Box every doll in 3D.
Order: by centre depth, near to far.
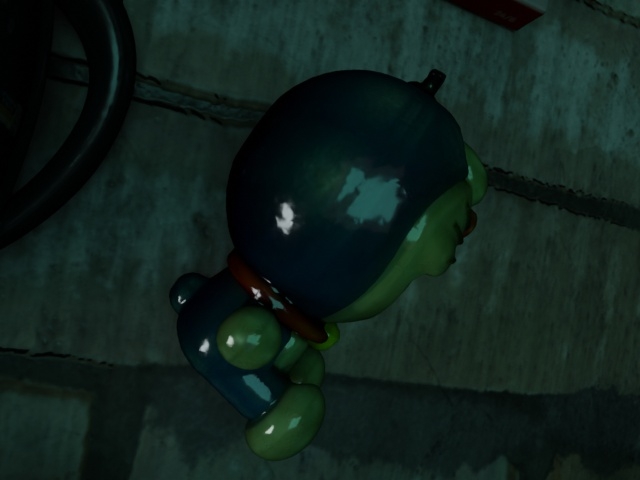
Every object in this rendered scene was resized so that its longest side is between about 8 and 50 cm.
[{"bbox_3d":[0.000,0.000,0.398,0.186,0.198,0.321,36,90,-4],"label":"doll"}]

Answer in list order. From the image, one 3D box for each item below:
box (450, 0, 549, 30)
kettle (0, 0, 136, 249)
[{"bbox_3d":[0.138,-0.318,0.507,0.230,0.050,0.122,14,86,-18],"label":"box"},{"bbox_3d":[-0.261,-0.122,0.323,0.268,0.208,0.290,31,71,-46],"label":"kettle"}]
